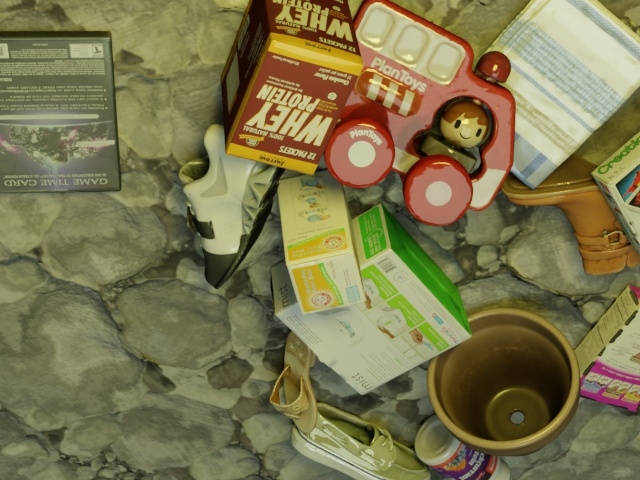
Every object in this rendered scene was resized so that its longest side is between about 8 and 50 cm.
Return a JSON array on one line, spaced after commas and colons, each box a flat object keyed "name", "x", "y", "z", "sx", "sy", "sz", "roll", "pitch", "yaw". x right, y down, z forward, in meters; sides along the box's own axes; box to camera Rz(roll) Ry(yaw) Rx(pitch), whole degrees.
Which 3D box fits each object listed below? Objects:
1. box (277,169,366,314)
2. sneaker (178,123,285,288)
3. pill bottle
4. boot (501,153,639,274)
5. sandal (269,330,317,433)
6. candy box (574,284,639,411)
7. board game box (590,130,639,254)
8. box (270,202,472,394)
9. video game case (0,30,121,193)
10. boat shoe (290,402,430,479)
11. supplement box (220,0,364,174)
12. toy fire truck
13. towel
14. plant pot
[{"name": "box", "x": 0.000, "y": 0.000, "z": 1.795, "sx": 0.103, "sy": 0.203, "sz": 0.114, "roll": -12, "pitch": 131, "yaw": 3}, {"name": "sneaker", "x": -0.153, "y": -0.060, "z": 1.796, "sx": 0.146, "sy": 0.122, "sz": 0.330, "roll": 27, "pitch": 137, "yaw": 3}, {"name": "pill bottle", "x": 0.281, "y": 0.422, "z": 2.259, "sx": 0.108, "sy": 0.108, "sz": 0.193, "roll": -37, "pitch": 126, "yaw": 22}, {"name": "boot", "x": 0.431, "y": -0.040, "z": 1.891, "sx": 0.283, "sy": 0.109, "sz": 0.220, "roll": -13, "pitch": 131, "yaw": -10}, {"name": "sandal", "x": -0.059, "y": 0.263, "z": 2.078, "sx": 0.079, "sy": 0.088, "sz": 0.240, "roll": -26, "pitch": 135, "yaw": -36}, {"name": "candy box", "x": 0.571, "y": 0.200, "z": 2.130, "sx": 0.159, "sy": 0.071, "sz": 0.233, "roll": 17, "pitch": 127, "yaw": -20}, {"name": "board game box", "x": 0.580, "y": -0.130, "z": 1.792, "sx": 0.305, "sy": 0.053, "sz": 0.193, "roll": -40, "pitch": 126, "yaw": -1}, {"name": "box", "x": 0.085, "y": 0.107, "z": 1.950, "sx": 0.231, "sy": 0.127, "sz": 0.262, "roll": -31, "pitch": 128, "yaw": 19}, {"name": "video game case", "x": -0.398, "y": -0.183, "z": 1.705, "sx": 0.196, "sy": 0.026, "sz": 0.274, "roll": -1, "pitch": 132, "yaw": -6}, {"name": "boat shoe", "x": 0.091, "y": 0.400, "z": 2.218, "sx": 0.302, "sy": 0.109, "sz": 0.094, "roll": 22, "pitch": 123, "yaw": -21}, {"name": "supplement box", "x": -0.045, "y": -0.231, "z": 1.597, "sx": 0.129, "sy": 0.194, "sz": 0.191, "roll": 13, "pitch": 128, "yaw": -18}, {"name": "toy fire truck", "x": 0.149, "y": -0.182, "z": 1.674, "sx": 0.302, "sy": 0.169, "sz": 0.254, "roll": 25, "pitch": 107, "yaw": -7}, {"name": "towel", "x": 0.332, "y": -0.231, "z": 1.711, "sx": 0.209, "sy": 0.034, "sz": 0.285, "roll": 37, "pitch": 119, "yaw": -8}, {"name": "plant pot", "x": 0.336, "y": 0.283, "z": 2.080, "sx": 0.263, "sy": 0.263, "sz": 0.229, "roll": -17, "pitch": 149, "yaw": 7}]
